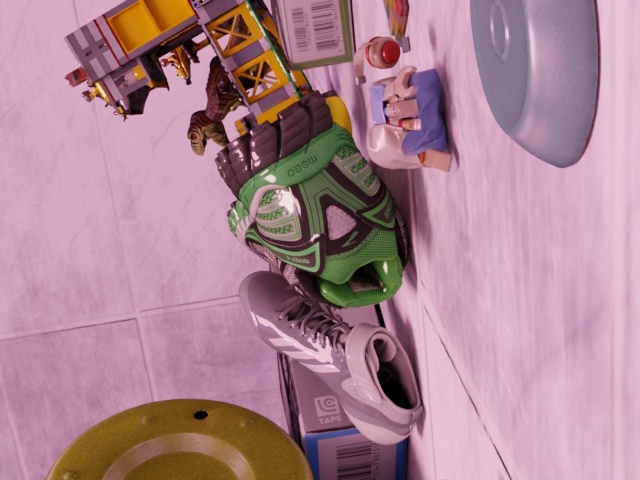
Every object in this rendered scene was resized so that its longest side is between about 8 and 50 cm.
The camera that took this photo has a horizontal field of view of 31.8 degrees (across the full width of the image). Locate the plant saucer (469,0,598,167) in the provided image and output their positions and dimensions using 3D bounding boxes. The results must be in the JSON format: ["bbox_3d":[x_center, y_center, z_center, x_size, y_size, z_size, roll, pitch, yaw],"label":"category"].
[{"bbox_3d":[0.082,-0.087,0.457,0.119,0.021,0.119,171,90,-84],"label":"plant saucer"}]

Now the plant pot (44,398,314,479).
[{"bbox_3d":[-0.122,0.352,1.056,0.366,0.366,0.353,-106,14,-55],"label":"plant pot"}]

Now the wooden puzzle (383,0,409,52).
[{"bbox_3d":[0.050,-0.166,0.764,0.049,0.006,0.083,94,166,-68],"label":"wooden puzzle"}]

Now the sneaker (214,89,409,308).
[{"bbox_3d":[0.000,0.000,0.928,0.146,0.134,0.343,61,-179,9],"label":"sneaker"}]

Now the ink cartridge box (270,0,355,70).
[{"bbox_3d":[-0.018,-0.249,1.066,0.209,0.062,0.109,-106,8,-60],"label":"ink cartridge box"}]

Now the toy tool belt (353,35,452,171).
[{"bbox_3d":[0.055,-0.082,0.670,0.051,0.052,0.083,7,112,52],"label":"toy tool belt"}]

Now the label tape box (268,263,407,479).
[{"bbox_3d":[0.007,0.130,1.211,0.241,0.105,0.334,87,172,-47],"label":"label tape box"}]

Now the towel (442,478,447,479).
[{"bbox_3d":[0.122,0.348,0.631,0.312,0.056,0.324,-102,0,-57],"label":"towel"}]

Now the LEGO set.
[{"bbox_3d":[-0.119,-0.143,1.119,0.255,0.192,0.331,60,-173,-13],"label":"LEGO set"}]

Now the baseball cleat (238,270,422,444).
[{"bbox_3d":[0.014,0.083,0.976,0.206,0.072,0.109,42,146,14],"label":"baseball cleat"}]
